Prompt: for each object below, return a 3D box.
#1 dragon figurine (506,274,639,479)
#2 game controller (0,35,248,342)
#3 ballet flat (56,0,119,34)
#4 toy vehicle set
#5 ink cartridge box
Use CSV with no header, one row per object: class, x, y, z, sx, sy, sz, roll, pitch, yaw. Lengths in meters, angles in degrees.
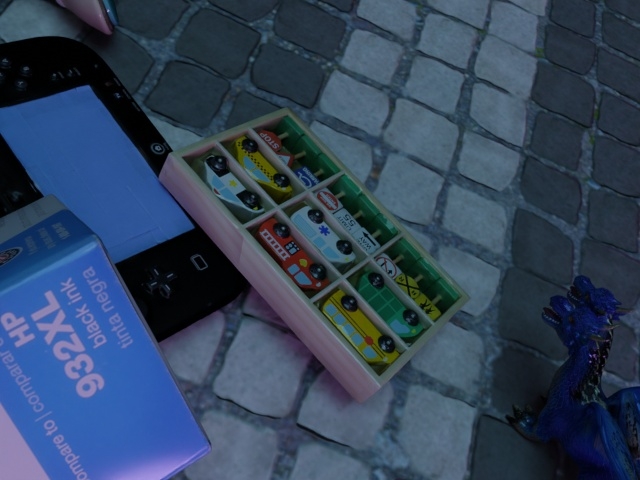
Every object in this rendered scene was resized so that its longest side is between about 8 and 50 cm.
dragon figurine,0.253,0.177,0.610,0.085,0.144,0.289,-13,67,-25
game controller,-0.201,-0.053,0.626,0.166,0.067,0.319,-31,76,-31
ballet flat,-0.270,-0.305,0.746,0.086,0.086,0.248,-7,63,-23
toy vehicle set,0.000,0.000,0.660,0.267,0.035,0.166,47,44,8
ink cartridge box,-0.245,0.106,0.378,0.307,0.223,0.129,-30,111,-18
